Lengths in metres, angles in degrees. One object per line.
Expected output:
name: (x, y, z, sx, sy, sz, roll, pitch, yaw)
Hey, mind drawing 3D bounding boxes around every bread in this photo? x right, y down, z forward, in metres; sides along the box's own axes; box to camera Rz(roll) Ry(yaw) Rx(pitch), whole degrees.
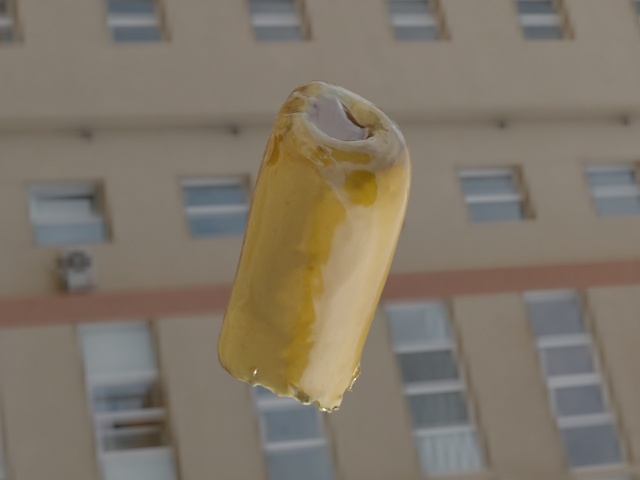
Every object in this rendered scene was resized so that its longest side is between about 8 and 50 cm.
bread: (0.002, 0.001, 1.101, 0.134, 0.085, 0.173, -64, 169, -66)
